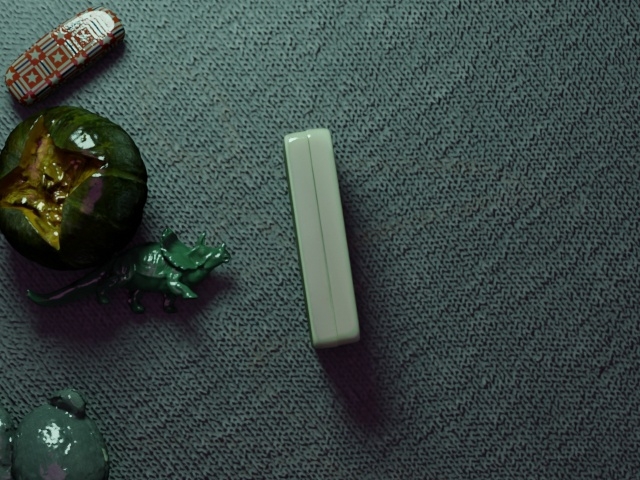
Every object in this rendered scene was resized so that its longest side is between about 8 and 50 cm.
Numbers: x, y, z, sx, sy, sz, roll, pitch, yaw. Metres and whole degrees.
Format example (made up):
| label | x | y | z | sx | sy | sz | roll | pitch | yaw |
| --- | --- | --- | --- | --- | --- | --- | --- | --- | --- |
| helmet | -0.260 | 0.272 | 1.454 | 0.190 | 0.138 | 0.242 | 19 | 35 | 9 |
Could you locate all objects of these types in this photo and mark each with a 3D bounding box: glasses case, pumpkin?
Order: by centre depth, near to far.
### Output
| label | x | y | z | sx | sy | sz | roll | pitch | yaw |
| --- | --- | --- | --- | --- | --- | --- | --- | --- | --- |
| pumpkin | -0.355 | -0.074 | 1.670 | 0.238 | 0.159 | 0.238 | -1 | 87 | 19 |
| glasses case | 0.000 | 0.000 | 1.702 | 0.070 | 0.131 | 0.312 | -8 | 85 | -3 |
| glasses case | -0.384 | -0.277 | 1.744 | 0.194 | 0.049 | 0.073 | -37 | 87 | -5 |

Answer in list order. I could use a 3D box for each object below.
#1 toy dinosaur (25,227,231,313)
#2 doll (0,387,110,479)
| label | x | y | z | sx | sy | sz | roll | pitch | yaw |
| --- | --- | --- | --- | --- | --- | --- | --- | --- | --- |
| toy dinosaur | -0.272 | 0.067 | 1.712 | 0.292 | 0.079 | 0.120 | -25 | 82 | -6 |
| doll | -0.444 | 0.319 | 1.662 | 0.340 | 0.158 | 0.245 | -11 | 94 | 24 |
